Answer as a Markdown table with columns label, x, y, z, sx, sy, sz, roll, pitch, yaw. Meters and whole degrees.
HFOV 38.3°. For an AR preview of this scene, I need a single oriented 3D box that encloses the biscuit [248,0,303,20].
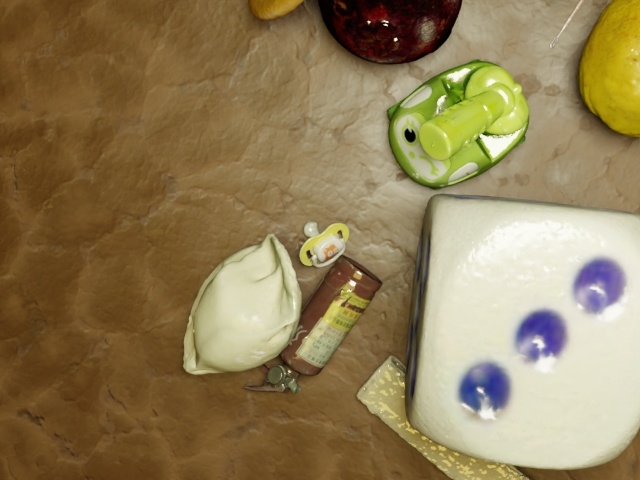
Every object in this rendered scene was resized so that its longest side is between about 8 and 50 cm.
| label | x | y | z | sx | sy | sz | roll | pitch | yaw |
| --- | --- | --- | --- | --- | --- | --- | --- | --- | --- |
| biscuit | -0.021 | -0.396 | 1.211 | 0.041 | 0.260 | 0.203 | 27 | 67 | -30 |

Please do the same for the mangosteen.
| label | x | y | z | sx | sy | sz | roll | pitch | yaw |
| --- | --- | --- | --- | --- | --- | --- | --- | --- | --- |
| mangosteen | 0.095 | -0.334 | 1.218 | 0.210 | 0.210 | 0.209 | 0 | 94 | 6 |

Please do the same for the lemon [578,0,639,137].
| label | x | y | z | sx | sy | sz | roll | pitch | yaw |
| --- | --- | --- | --- | --- | --- | --- | --- | --- | --- |
| lemon | 0.424 | -0.236 | 1.198 | 0.170 | 0.170 | 0.207 | 23 | 95 | 4 |

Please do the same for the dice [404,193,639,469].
| label | x | y | z | sx | sy | sz | roll | pitch | yaw |
| --- | --- | --- | --- | --- | --- | --- | --- | --- | --- |
| dice | 0.254 | 0.101 | 1.172 | 0.277 | 0.304 | 0.304 | 5 | 94 | 5 |

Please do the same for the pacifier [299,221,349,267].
| label | x | y | z | sx | sy | sz | roll | pitch | yaw |
| --- | --- | --- | --- | --- | --- | --- | --- | --- | --- |
| pacifier | 0.000 | 0.000 | 1.323 | 0.083 | 0.068 | 0.064 | -33 | 56 | -10 |

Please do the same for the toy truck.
| label | x | y | z | sx | sy | sz | roll | pitch | yaw |
| --- | --- | --- | --- | --- | --- | --- | --- | --- | --- |
| toy truck | 0.194 | -0.161 | 1.220 | 0.187 | 0.210 | 0.148 | -31 | 91 | -11 |

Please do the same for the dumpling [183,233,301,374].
| label | x | y | z | sx | sy | sz | roll | pitch | yaw |
| --- | --- | --- | --- | --- | --- | --- | --- | --- | --- |
| dumpling | -0.113 | 0.089 | 1.295 | 0.252 | 0.131 | 0.179 | -38 | 49 | 38 |

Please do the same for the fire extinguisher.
| label | x | y | z | sx | sy | sz | roll | pitch | yaw |
| --- | --- | --- | --- | --- | --- | --- | --- | --- | --- |
| fire extinguisher | -0.018 | 0.135 | 1.331 | 0.075 | 0.106 | 0.252 | 29 | 100 | -36 |

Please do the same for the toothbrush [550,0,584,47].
| label | x | y | z | sx | sy | sz | roll | pitch | yaw |
| --- | --- | --- | --- | --- | --- | --- | --- | --- | --- |
| toothbrush | 0.349 | -0.310 | 1.280 | 0.006 | 0.008 | 0.097 | 31 | 96 | -11 |

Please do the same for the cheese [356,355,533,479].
| label | x | y | z | sx | sy | sz | roll | pitch | yaw |
| --- | --- | --- | --- | --- | --- | --- | --- | --- | --- |
| cheese | 0.225 | 0.326 | 1.328 | 0.400 | 0.034 | 0.085 | 41 | 94 | 2 |
